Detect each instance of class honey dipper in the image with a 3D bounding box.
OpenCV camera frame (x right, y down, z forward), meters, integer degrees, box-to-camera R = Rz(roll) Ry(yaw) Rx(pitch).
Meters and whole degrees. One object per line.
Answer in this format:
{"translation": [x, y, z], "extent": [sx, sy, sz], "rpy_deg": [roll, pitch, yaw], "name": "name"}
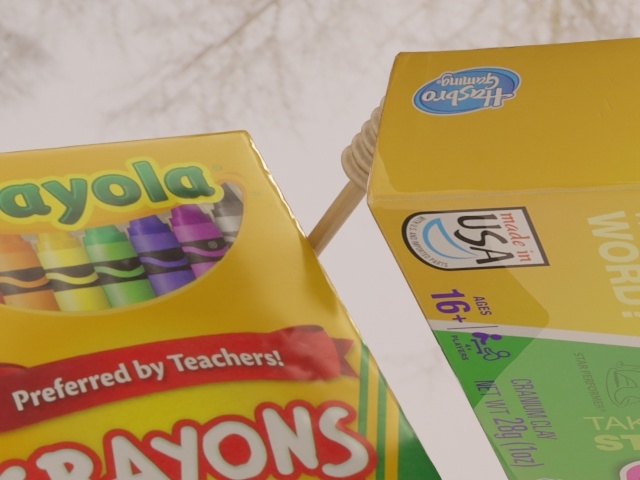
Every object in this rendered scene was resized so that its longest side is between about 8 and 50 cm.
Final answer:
{"translation": [0.000, 0.000, 0.770], "extent": [0.160, 0.030, 0.030], "rpy_deg": [-54, -159, 35], "name": "honey dipper"}

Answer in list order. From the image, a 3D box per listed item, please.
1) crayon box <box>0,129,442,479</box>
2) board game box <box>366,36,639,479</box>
{"translation": [-0.086, 0.062, 0.694], "extent": [0.318, 0.202, 0.081], "rpy_deg": [60, -35, 34], "name": "crayon box"}
{"translation": [0.202, 0.024, 0.589], "extent": [0.317, 0.242, 0.064], "rpy_deg": [-3, -126, 22], "name": "board game box"}
